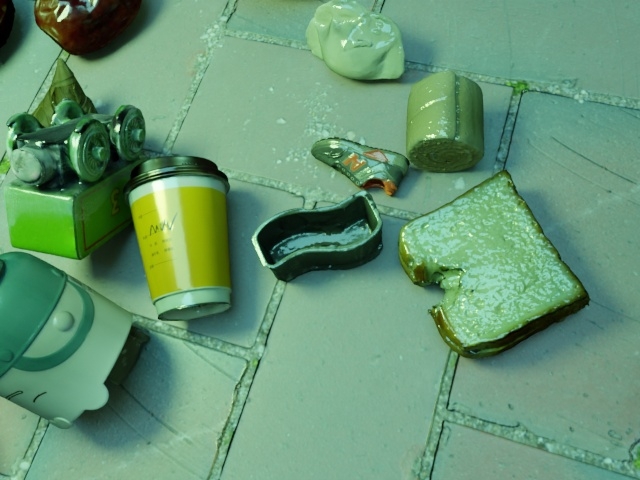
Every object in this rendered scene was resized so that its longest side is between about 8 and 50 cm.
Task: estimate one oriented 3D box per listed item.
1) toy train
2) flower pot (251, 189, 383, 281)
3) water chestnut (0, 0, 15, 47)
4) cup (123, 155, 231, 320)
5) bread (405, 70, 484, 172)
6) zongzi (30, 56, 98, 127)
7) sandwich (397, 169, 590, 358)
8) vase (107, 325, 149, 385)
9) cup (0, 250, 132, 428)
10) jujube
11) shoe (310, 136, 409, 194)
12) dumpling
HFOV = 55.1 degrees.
[{"bbox_3d":[-0.431,-0.121,1.119,0.173,0.249,0.307,9,25,10],"label":"toy train"},{"bbox_3d":[0.000,0.000,1.108,0.229,0.108,0.103,-15,68,3],"label":"flower pot"},{"bbox_3d":[-0.835,-0.513,1.337,0.299,0.300,0.300,-3,68,7],"label":"water chestnut"},{"bbox_3d":[-0.245,-0.004,1.109,0.196,0.196,0.280,-13,75,3],"label":"cup"},{"bbox_3d":[0.231,-0.217,1.141,0.134,0.148,0.141,-14,64,43],"label":"bread"},{"bbox_3d":[-0.572,-0.281,1.260,0.188,0.178,0.081,-13,50,3],"label":"zongzi"},{"bbox_3d":[0.282,0.050,1.057,0.248,0.095,0.273,-26,67,-3],"label":"sandwich"},{"bbox_3d":[-0.354,0.205,1.106,0.053,0.053,0.101,27,70,17],"label":"vase"},{"bbox_3d":[-0.489,0.162,1.028,0.289,0.257,0.219,-20,39,41],"label":"cup"},{"bbox_3d":[-0.505,-0.527,1.358,0.183,0.183,0.243,37,85,19],"label":"jujube"},{"bbox_3d":[0.069,-0.141,1.176,0.194,0.074,0.077,14,76,11],"label":"shoe"},{"bbox_3d":[0.072,-0.408,1.240,0.228,0.151,0.124,20,46,16],"label":"dumpling"}]
